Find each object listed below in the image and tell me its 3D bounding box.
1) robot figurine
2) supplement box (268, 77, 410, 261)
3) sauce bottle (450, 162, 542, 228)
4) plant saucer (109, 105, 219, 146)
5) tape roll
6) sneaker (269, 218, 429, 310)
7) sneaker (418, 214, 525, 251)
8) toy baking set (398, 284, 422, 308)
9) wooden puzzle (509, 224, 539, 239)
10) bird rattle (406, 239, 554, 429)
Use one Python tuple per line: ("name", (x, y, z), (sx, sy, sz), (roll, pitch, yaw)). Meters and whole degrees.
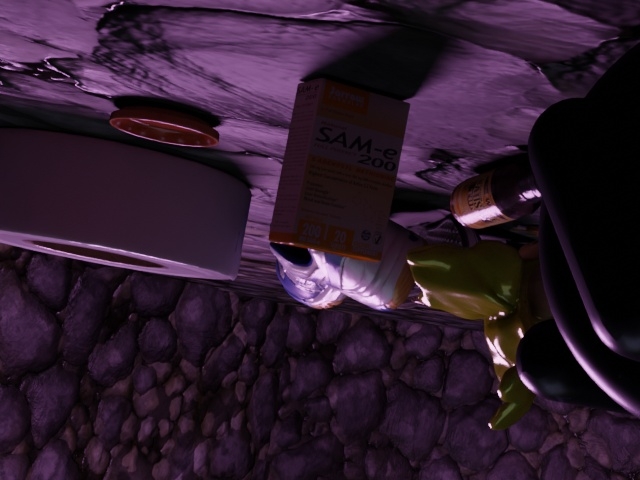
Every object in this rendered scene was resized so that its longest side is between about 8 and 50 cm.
("robot figurine", (0.202, 0.008, 0.425), (0.209, 0.173, 0.278), (14, 178, 45))
("supplement box", (0.011, -0.041, 0.627), (0.062, 0.098, 0.036), (11, 177, -26))
("sauce bottle", (0.136, -0.035, 0.761), (0.042, 0.042, 0.128), (11, 169, -14))
("plant saucer", (-0.118, -0.088, 0.797), (0.084, 0.013, 0.083), (10, 174, 1))
("tape roll", (-0.218, -0.031, 1.072), (0.286, 0.100, 0.286), (10, 173, 1))
("sneaker", (0.000, 0.000, 1.122), (0.131, 0.111, 0.296), (30, 166, -18))
("sneaker", (0.185, 0.039, 1.072), (0.163, 0.086, 0.226), (21, -177, -3))
("toy baking set", (0.137, 0.054, 1.274), (0.197, 0.030, 0.256), (-3, -168, -17))
("wooden puzzle", (0.222, -0.007, 1.037), (0.083, 0.006, 0.049), (15, 172, -42))
("bird rattle", (0.192, 0.005, 0.710), (0.253, 0.143, 0.207), (-32, -178, 25))
